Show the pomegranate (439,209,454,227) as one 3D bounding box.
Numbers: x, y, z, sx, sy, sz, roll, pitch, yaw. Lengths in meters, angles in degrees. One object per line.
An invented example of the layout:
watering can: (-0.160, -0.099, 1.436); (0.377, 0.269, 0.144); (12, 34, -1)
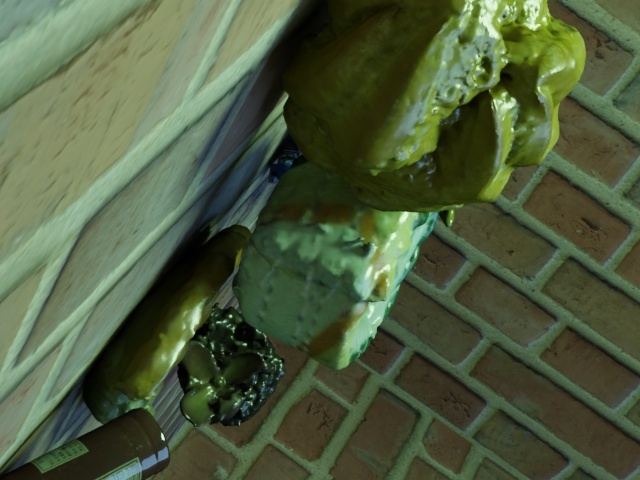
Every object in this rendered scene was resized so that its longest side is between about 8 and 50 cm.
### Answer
pomegranate: (0.191, -0.167, 2.179); (0.310, 0.216, 0.359); (-42, -138, 40)

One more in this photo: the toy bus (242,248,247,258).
toy bus: (0.000, -0.084, 2.079); (0.330, 0.109, 0.136); (-55, -171, 15)

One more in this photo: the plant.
plant: (-0.160, 0.219, 2.207); (0.204, 0.178, 0.234); (-44, 166, -5)

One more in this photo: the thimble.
thimble: (0.022, 0.008, 1.474); (0.254, 0.167, 0.288); (-65, 172, 15)

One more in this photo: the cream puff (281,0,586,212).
cream puff: (0.113, -0.155, 1.234); (0.323, 0.274, 0.270); (-59, -174, 19)

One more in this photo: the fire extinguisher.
fire extinguisher: (-0.255, 0.240, 1.260); (0.231, 0.071, 0.099); (-24, 178, -34)

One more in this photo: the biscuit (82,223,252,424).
biscuit: (-0.193, 0.131, 1.497); (0.335, 0.078, 0.329); (-56, 180, 38)

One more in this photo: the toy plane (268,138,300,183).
toy plane: (-0.037, -0.102, 1.701); (0.167, 0.054, 0.062); (-4, 104, -86)
